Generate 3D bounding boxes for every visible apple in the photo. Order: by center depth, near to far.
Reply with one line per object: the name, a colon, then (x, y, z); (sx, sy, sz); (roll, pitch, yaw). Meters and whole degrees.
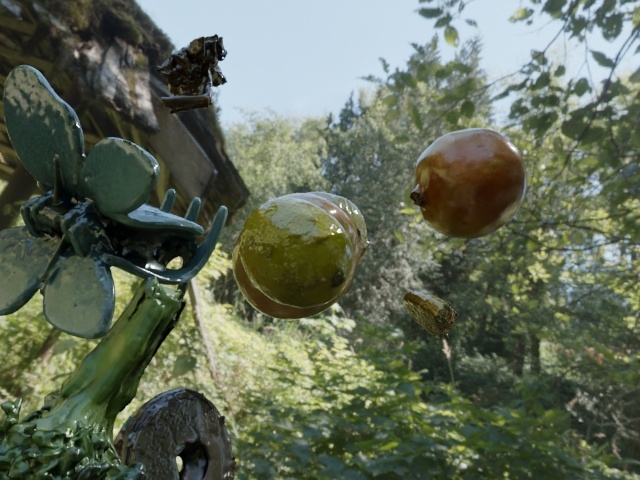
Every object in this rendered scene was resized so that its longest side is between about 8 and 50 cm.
apple: (-0.083, 0.052, 1.392); (0.347, 0.391, 0.391); (-1, -28, 36)

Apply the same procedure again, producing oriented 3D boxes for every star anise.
star anise: (-0.335, -0.424, 1.160); (0.237, 0.346, 0.148); (-31, -61, 25)

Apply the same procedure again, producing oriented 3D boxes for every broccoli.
broccoli: (-0.249, 0.191, 0.516); (0.177, 0.275, 0.198); (27, -39, -2)

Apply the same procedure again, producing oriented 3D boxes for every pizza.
pizza: (0.225, 0.144, 0.914); (0.127, 0.058, 0.246); (43, -4, 25)

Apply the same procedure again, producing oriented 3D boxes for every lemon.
lemon: (-0.060, 0.027, 1.057); (0.284, 0.260, 0.260); (33, -15, 10)

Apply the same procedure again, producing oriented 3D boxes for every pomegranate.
pomegranate: (0.338, -0.128, 1.048); (0.264, 0.264, 0.264); (20, -17, 6)

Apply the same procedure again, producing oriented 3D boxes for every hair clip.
hair clip: (-0.350, -0.027, 0.723); (0.318, 0.392, 0.238); (18, 1, 20)

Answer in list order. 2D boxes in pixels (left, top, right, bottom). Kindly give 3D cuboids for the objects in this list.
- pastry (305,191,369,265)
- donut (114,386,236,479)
pastry: (0.000, 0.000, 1.766); (0.389, 0.312, 0.388); (1, -30, 0)
donut: (-0.264, 0.406, 0.808); (0.103, 0.269, 0.270); (-23, -39, 26)
